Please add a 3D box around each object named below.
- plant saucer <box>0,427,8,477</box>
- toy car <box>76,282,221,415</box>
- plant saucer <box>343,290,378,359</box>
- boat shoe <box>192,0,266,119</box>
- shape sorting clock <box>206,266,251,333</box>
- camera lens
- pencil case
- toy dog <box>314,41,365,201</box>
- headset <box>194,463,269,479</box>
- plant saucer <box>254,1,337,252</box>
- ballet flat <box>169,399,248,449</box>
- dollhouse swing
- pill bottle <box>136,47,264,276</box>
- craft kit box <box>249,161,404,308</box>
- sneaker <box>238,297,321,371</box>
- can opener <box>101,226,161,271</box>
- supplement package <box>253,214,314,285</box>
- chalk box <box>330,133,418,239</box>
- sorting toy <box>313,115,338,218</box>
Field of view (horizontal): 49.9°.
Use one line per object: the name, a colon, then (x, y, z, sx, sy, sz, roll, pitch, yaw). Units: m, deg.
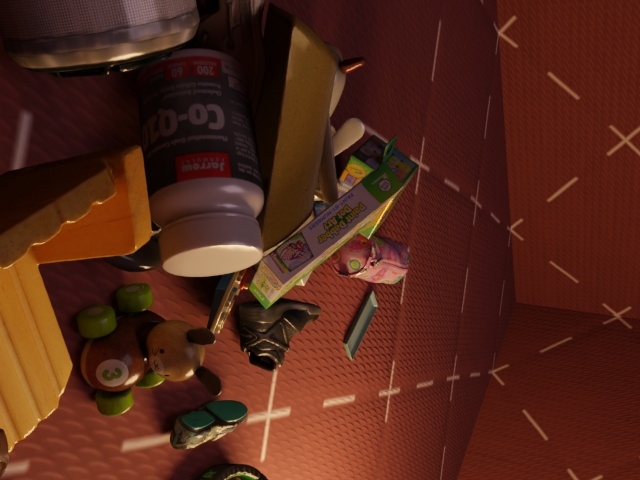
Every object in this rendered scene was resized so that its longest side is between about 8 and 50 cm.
plant saucer: (-0.374, 0.265, 0.688, 0.168, 0.029, 0.168, -51, 175, -6)
toy car: (-0.222, 0.161, 0.963, 0.149, 0.188, 0.155, -38, 128, -55)
plant saucer: (0.105, 0.219, 1.801, 0.192, 0.018, 0.067, -58, 144, -39)
boat shoe: (-0.155, -0.325, 1.099, 0.110, 0.121, 0.341, 2, 93, -26)
shape sorting clock: (-0.142, 0.072, 1.169, 0.206, 0.040, 0.206, 22, 90, -89)
camera lens: (-0.260, -0.330, 0.749, 0.219, 0.219, 0.274, -44, 133, -51)
pencil case: (0.125, 0.044, 1.689, 0.284, 0.124, 0.124, 15, 82, -64)
toy dog: (0.022, -0.250, 1.381, 0.220, 0.161, 0.334, -57, 142, -41)
headset: (-0.155, 0.592, 1.294, 0.394, 0.185, 0.243, 60, 38, -27)
plant saucer: (-0.051, -0.186, 1.078, 0.333, 0.081, 0.333, -114, -148, -66)
ballet flat: (-0.198, 0.324, 1.202, 0.188, 0.070, 0.070, 9, 88, -61)
dollhouse swing: (-0.324, 0.127, 0.685, 0.347, 0.315, 0.305, -48, 125, -50)
pill bottle: (-0.164, -0.104, 0.957, 0.161, 0.161, 0.283, 26, 51, -61)
craft kit box: (0.000, 0.000, 1.120, 0.246, 0.061, 0.250, -37, 175, -16)
sneaker: (-0.082, 0.181, 1.359, 0.227, 0.087, 0.130, -4, 101, -59)
can opener: (-0.236, 0.023, 1.019, 0.283, 0.076, 0.095, 33, 46, -60)
supplement package: (-0.078, -0.017, 1.297, 0.105, 0.105, 0.179, -59, 145, -37)
chalk box: (0.124, -0.137, 1.535, 0.132, 0.132, 0.213, -46, 169, -49)
sorting toy: (-0.041, -0.174, 1.278, 0.047, 0.196, 0.348, -18, 117, -23)
